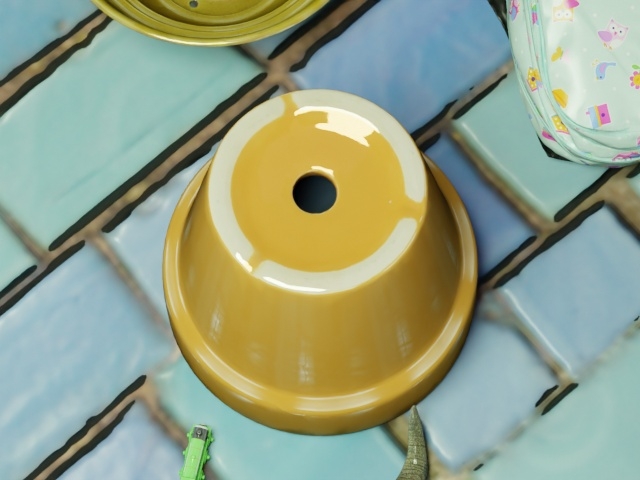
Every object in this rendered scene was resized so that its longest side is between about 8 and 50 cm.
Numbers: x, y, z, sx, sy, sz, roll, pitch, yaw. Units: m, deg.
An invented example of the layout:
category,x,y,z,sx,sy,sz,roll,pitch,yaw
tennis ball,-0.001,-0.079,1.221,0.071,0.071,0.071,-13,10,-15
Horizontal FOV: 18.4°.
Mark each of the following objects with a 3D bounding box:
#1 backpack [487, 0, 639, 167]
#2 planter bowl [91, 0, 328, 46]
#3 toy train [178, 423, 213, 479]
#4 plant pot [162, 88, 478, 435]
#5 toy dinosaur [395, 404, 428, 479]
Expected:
category,x,y,z,sx,sy,sz,roll,pitch,yaw
backpack,0.183,-0.138,1.299,0.152,0.115,0.182,-6,85,3
planter bowl,-0.071,-0.213,1.347,0.217,0.090,0.217,0,72,1
toy train,-0.084,0.155,1.256,0.017,0.024,0.083,11,72,4
plant pot,0.000,0.000,1.222,0.205,0.188,0.205,0,71,0
toy dinosaur,0.039,0.243,1.177,0.160,0.121,0.314,5,75,-12
